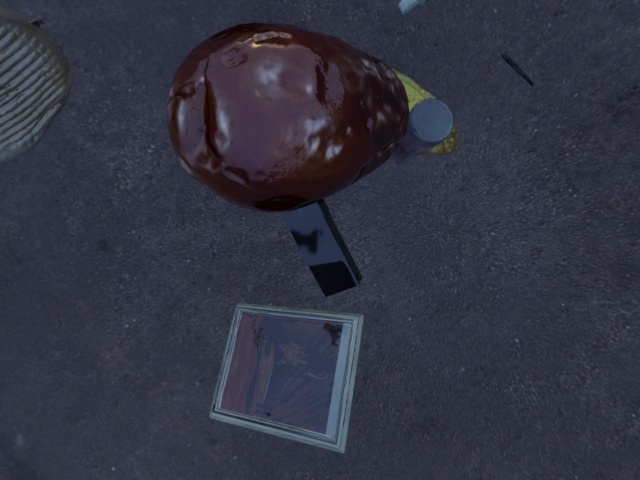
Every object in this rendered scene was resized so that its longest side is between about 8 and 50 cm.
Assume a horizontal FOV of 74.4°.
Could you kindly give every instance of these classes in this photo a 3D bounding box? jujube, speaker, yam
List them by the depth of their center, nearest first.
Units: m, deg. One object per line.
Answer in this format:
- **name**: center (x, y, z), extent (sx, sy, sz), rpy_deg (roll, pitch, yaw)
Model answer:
- **jujube**: center (-0.021, -0.150, 0.519), extent (0.223, 0.318, 0.223), rpy_deg (15, 114, 38)
- **speaker**: center (0.000, 0.000, 0.831), extent (0.082, 0.044, 0.218), rpy_deg (-24, 102, 22)
- **yam**: center (0.440, -0.379, 0.935), extent (0.014, 0.014, 0.107), rpy_deg (-39, 74, 13)

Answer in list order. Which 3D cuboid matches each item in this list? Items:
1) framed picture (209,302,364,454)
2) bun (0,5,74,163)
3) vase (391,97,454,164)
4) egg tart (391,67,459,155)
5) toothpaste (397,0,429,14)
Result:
- **framed picture**: center (-0.066, 0.218, 0.720), extent (0.273, 0.016, 0.217), rpy_deg (-1, 69, 28)
- **bun**: center (-0.352, -0.165, 0.422), extent (0.113, 0.173, 0.167), rpy_deg (39, 133, 24)
- **vase**: center (0.196, -0.213, 0.876), extent (0.086, 0.214, 0.086), rpy_deg (0, 86, -5)
- **egg tart**: center (0.220, -0.337, 1.165), extent (0.345, 0.345, 0.132), rpy_deg (46, 130, 10)
- **toothpaste**: center (0.260, -0.539, 0.833), extent (0.255, 0.067, 0.037), rpy_deg (-36, 38, 6)
